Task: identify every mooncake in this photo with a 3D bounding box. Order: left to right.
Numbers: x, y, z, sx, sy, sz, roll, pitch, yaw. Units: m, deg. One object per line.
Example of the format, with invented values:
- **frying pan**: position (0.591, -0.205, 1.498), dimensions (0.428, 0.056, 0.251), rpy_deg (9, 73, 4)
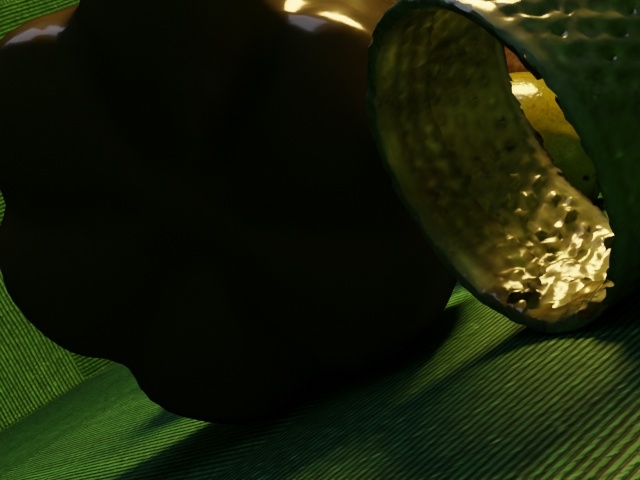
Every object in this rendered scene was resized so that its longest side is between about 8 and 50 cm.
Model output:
- **mooncake**: position (-0.087, -0.056, 1.086), dimensions (0.467, 0.467, 0.262), rpy_deg (-28, 10, 20)

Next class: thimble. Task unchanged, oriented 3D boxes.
- **thimble**: position (0.164, -0.081, 0.808), dimensions (0.150, 0.271, 0.271), rpy_deg (-31, 3, -21)

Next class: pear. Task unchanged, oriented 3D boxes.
- **pear**: position (0.223, -0.094, 1.293), dimensions (0.198, 0.198, 0.198), rpy_deg (-29, 3, 2)

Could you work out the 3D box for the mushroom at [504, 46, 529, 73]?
- **mushroom**: position (0.343, -0.283, 1.453), dimensions (0.334, 0.356, 0.331), rpy_deg (-36, 18, 10)
